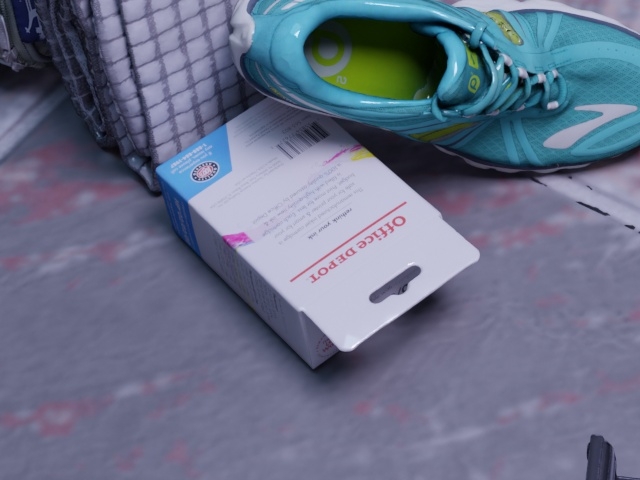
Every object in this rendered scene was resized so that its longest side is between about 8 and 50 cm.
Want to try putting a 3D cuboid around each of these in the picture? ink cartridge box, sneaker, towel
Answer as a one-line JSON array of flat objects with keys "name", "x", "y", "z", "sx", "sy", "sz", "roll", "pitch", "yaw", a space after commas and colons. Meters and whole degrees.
[{"name": "ink cartridge box", "x": 0.000, "y": 0.000, "z": 1.053, "sx": 0.104, "sy": 0.062, "sz": 0.181, "roll": -34, "pitch": 55, "yaw": -18}, {"name": "sneaker", "x": 0.083, "y": -0.091, "z": 1.038, "sx": 0.275, "sy": 0.107, "sz": 0.110, "roll": 6, "pitch": 10, "yaw": -17}, {"name": "towel", "x": -0.063, "y": -0.198, "z": 1.076, "sx": 0.235, "sy": 0.284, "sz": 0.121, "roll": -34, "pitch": 54, "yaw": -19}]

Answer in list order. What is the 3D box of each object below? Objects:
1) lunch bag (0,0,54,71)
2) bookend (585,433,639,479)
[{"name": "lunch bag", "x": -0.277, "y": -0.261, "z": 1.190, "sx": 0.305, "sy": 0.256, "sz": 0.212, "roll": 13, "pitch": 19, "yaw": 19}, {"name": "bookend", "x": 0.197, "y": 0.167, "z": 0.835, "sx": 0.156, "sy": 0.157, "sz": 0.072, "roll": 4, "pitch": 54, "yaw": 12}]
